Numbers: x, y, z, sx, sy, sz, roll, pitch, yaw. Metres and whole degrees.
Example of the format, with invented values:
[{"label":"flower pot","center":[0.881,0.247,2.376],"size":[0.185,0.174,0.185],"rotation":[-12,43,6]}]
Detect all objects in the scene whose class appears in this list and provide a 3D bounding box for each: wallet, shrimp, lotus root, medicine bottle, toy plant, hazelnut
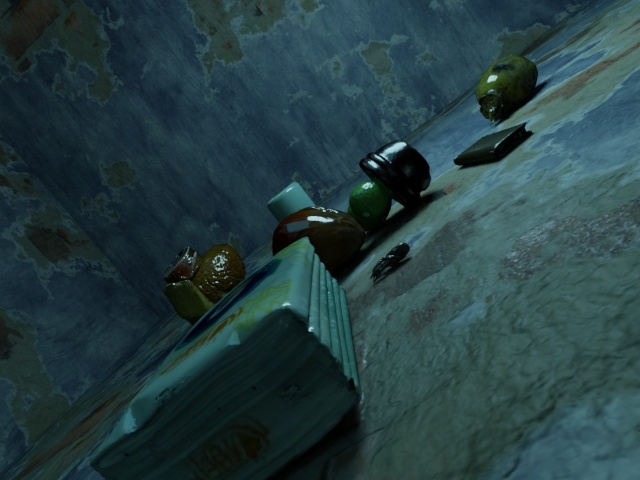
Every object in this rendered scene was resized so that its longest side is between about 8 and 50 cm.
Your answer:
[{"label":"wallet","center":[0.397,-0.221,1.093],"size":[0.110,0.031,0.198],"rotation":[-38,8,-5]},{"label":"shrimp","center":[0.124,0.037,0.853],"size":[0.092,0.029,0.038],"rotation":[-41,9,5]},{"label":"lotus root","center":[0.538,-0.449,1.379],"size":[0.278,0.154,0.154],"rotation":[-48,12,-28]},{"label":"medicine bottle","center":[-0.071,-0.080,1.632],"size":[0.139,0.225,0.139],"rotation":[-37,8,6]},{"label":"toy plant","center":[0.153,-0.126,1.164],"size":[0.235,0.175,0.218],"rotation":[-48,-10,4]},{"label":"hazelnut","center":[-0.001,-0.003,1.099],"size":[0.181,0.181,0.212],"rotation":[-55,-10,25]}]

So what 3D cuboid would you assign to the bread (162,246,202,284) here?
[{"label":"bread","center":[-0.508,0.100,1.716],"size":[0.160,0.073,0.160],"rotation":[-39,23,20]}]

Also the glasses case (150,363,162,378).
[{"label":"glasses case","center":[-0.327,0.316,1.054],"size":[0.308,0.083,0.128],"rotation":[-31,10,39]}]

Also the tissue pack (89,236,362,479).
[{"label":"tissue pack","center":[-0.094,0.160,0.657],"size":[0.287,0.162,0.388],"rotation":[-40,8,7]}]

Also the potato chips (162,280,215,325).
[{"label":"potato chips","center":[-0.205,0.176,0.980],"size":[0.057,0.080,0.407],"rotation":[-32,-23,-4]}]

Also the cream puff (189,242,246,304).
[{"label":"cream puff","center":[-0.413,0.166,1.816],"size":[0.303,0.212,0.303],"rotation":[-39,17,14]}]
